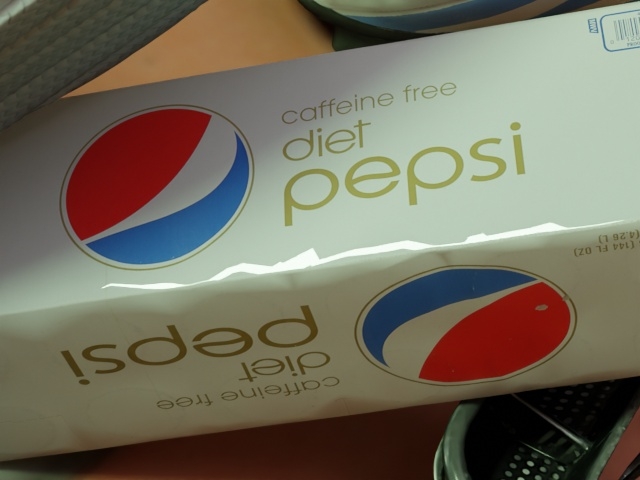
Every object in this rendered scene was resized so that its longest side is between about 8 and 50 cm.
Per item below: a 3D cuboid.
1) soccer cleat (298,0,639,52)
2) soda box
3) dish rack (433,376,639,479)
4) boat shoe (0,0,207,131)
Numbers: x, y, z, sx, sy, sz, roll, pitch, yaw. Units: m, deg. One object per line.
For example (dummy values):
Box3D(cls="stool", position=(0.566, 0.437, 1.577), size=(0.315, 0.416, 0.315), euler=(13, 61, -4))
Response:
Box3D(cls="soccer cleat", position=(0.135, -0.147, 0.649), size=(0.331, 0.143, 0.116), euler=(-15, 64, -32))
Box3D(cls="soda box", position=(0.000, 0.000, 0.467), size=(0.216, 0.074, 0.069), euler=(-8, 54, 9))
Box3D(cls="dish rack", position=(0.171, 0.095, 0.538), size=(0.271, 0.074, 0.208), euler=(36, 51, 4))
Box3D(cls="boat shoe", position=(-0.116, -0.060, 0.409), size=(0.302, 0.109, 0.094), euler=(-32, 87, 6))
